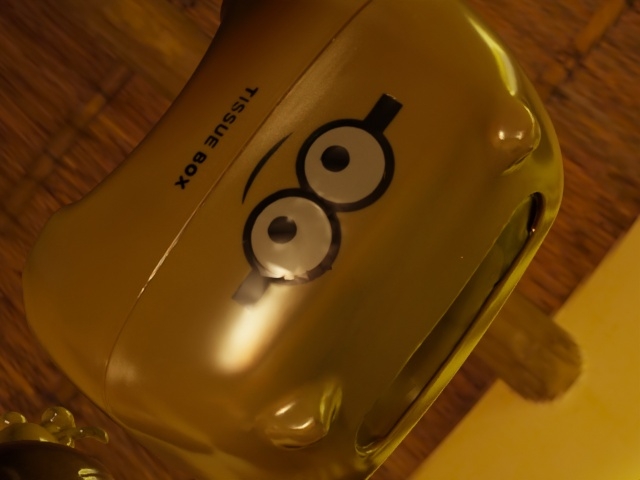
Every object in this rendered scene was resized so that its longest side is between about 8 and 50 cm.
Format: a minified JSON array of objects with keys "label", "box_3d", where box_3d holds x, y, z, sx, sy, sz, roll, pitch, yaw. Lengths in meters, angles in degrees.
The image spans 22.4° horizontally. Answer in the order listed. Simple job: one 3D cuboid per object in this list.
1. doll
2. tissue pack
[{"label":"doll","box_3d":[-0.192,0.170,1.071,0.188,0.145,0.096,-39,-51,-60]},{"label":"tissue pack","box_3d":[0.000,0.000,0.539,0.178,0.127,0.123,-52,-34,-8]}]
